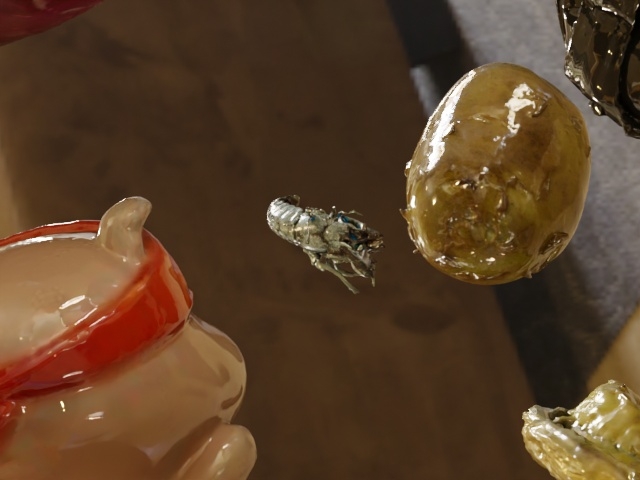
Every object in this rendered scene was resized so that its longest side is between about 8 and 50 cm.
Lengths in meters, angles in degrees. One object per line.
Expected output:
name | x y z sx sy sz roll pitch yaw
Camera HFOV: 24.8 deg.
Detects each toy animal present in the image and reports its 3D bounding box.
toy animal | -0.117 0.087 0.620 0.171 0.171 0.198 -27 65 53

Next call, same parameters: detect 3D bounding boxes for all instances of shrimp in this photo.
shrimp | -0.004 0.000 1.512 0.174 0.076 0.082 24 115 46

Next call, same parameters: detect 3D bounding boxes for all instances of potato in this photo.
potato | 0.131 -0.045 1.087 0.137 0.137 0.176 -14 40 55

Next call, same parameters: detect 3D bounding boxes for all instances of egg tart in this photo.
egg tart | 0.285 0.193 1.129 0.279 0.279 0.095 32 94 49

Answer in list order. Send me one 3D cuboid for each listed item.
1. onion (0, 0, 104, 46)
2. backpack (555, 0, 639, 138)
onion | -0.268 -0.211 0.784 0.348 0.348 0.385 9 63 55
backpack | 0.198 -0.160 0.701 0.206 0.133 0.258 38 137 34
